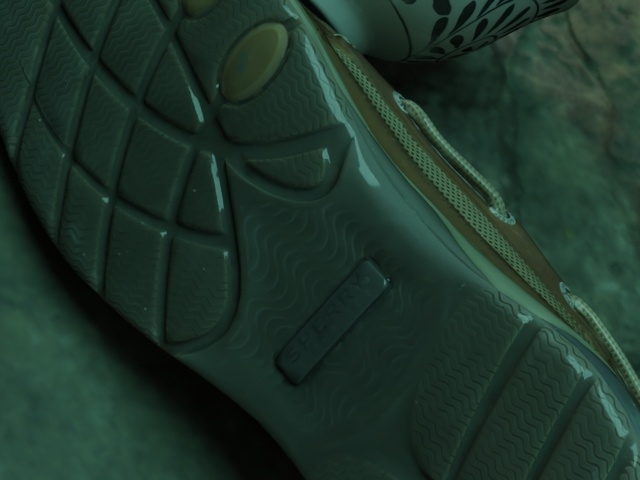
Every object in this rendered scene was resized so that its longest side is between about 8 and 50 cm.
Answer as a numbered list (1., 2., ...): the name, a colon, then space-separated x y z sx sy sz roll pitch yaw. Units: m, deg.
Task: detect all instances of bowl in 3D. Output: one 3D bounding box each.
1. bowl: 0.009 -0.118 0.701 0.170 0.170 0.080 42 82 -3

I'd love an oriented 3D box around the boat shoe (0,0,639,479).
1. boat shoe: 0.000 0.000 0.647 0.324 0.123 0.116 53 17 17
